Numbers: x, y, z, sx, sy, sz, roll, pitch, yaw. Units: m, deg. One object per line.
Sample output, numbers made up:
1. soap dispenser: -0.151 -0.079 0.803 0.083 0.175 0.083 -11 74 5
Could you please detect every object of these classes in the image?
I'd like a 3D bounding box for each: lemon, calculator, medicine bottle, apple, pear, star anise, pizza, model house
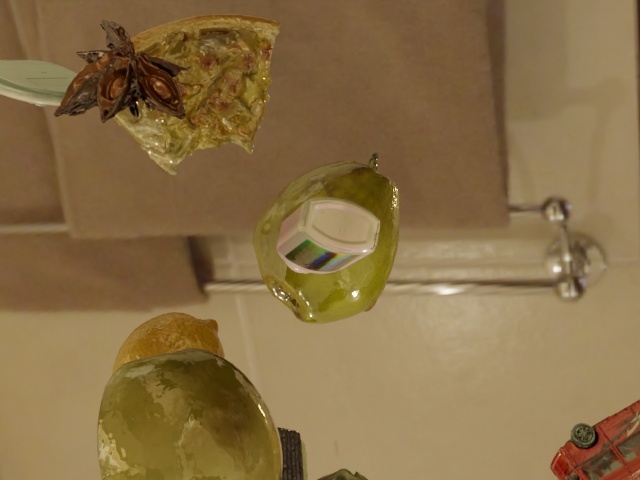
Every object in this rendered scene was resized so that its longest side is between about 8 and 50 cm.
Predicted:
1. lemon: -0.271 0.226 1.823 0.187 0.187 0.244 15 -125 48
2. calculator: -0.525 -0.293 1.876 0.184 0.042 0.295 -10 -154 -43
3. medicine bottle: 0.000 0.000 1.498 0.115 0.078 0.219 15 165 -13
4. apple: -0.176 0.282 1.424 0.233 0.257 0.295 -16 168 -6
5. pear: 0.025 -0.018 2.022 0.287 0.287 0.375 13 -112 46
6. star anise: -0.259 -0.199 1.287 0.212 0.053 0.157 36 -117 25
7. pizza: -0.188 -0.220 1.529 0.324 0.223 0.089 -18 -173 -15
8. model house: -0.117 0.531 2.294 0.170 0.193 0.211 -4 158 3

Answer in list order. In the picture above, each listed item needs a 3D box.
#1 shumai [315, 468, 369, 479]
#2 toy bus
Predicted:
1. shumai: 0.039 0.537 1.756 0.222 0.225 0.260 22 -108 21
2. toy bus: 0.401 0.265 1.344 0.195 0.081 0.089 -26 -120 -16
